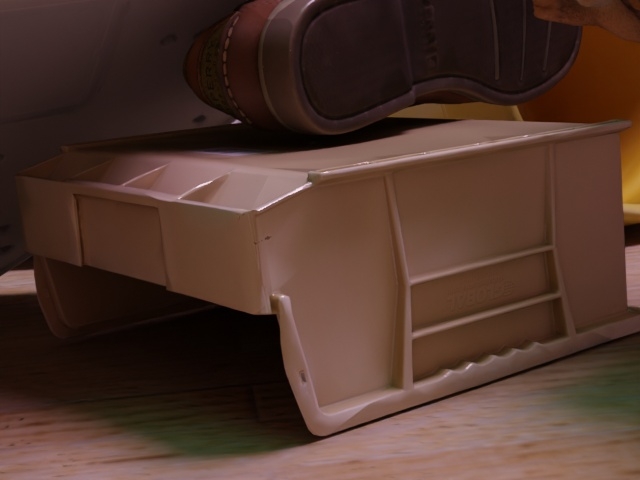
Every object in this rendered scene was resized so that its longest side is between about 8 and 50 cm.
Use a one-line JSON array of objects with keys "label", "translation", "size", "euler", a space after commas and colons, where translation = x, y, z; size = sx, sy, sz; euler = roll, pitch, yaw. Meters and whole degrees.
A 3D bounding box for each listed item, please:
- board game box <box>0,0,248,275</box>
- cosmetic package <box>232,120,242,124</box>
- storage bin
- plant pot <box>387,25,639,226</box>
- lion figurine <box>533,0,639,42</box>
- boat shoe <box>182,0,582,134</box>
[{"label": "board game box", "translation": [-0.180, -0.120, 0.696], "size": [0.390, 0.050, 0.390], "euler": [-33, -22, 9]}, {"label": "cosmetic package", "translation": [-0.098, -0.103, 1.176], "size": [0.117, 0.085, 0.231], "euler": [15, -2, 17]}, {"label": "storage bin", "translation": [0.000, 0.000, 0.693], "size": [0.260, 0.123, 0.262], "euler": [-12, 14, -37]}, {"label": "plant pot", "translation": [0.180, -0.125, 1.022], "size": [0.254, 0.254, 0.239], "euler": [-10, -2, -29]}, {"label": "lion figurine", "translation": [0.255, -0.087, 0.673], "size": [0.392, 0.142, 0.240], "euler": [39, 0, -27]}, {"label": "boat shoe", "translation": [0.050, -0.134, 0.756], "size": [0.104, 0.110, 0.307], "euler": [8, 15, 43]}]
